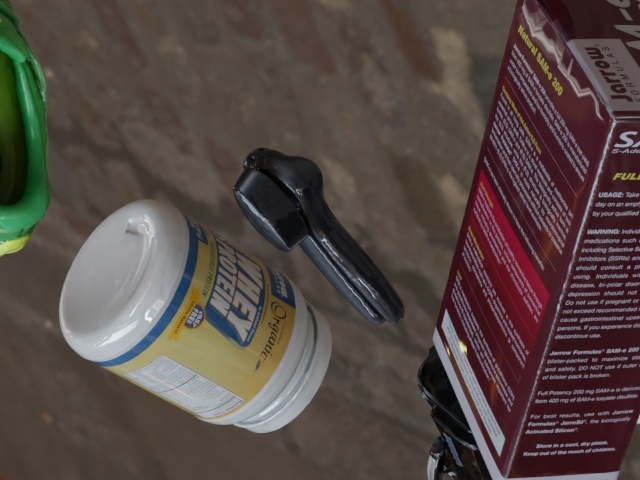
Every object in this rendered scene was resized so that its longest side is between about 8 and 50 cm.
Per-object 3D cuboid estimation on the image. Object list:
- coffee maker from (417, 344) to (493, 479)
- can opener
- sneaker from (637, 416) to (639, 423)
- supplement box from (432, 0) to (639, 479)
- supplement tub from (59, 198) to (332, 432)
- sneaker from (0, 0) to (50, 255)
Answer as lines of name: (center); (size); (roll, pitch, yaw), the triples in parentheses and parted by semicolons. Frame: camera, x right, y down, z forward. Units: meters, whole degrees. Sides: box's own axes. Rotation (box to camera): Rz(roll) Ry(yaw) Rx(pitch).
coffee maker: (0.184, 0.189, 1.642); (0.171, 0.120, 0.178); (18, 154, 24)
can opener: (0.000, 0.000, 1.344); (0.186, 0.073, 0.059); (48, 163, -25)
sneaker: (0.288, 0.076, 1.198); (0.293, 0.146, 0.102); (24, 168, -27)
supplement box: (0.129, 0.001, 0.878); (0.130, 0.073, 0.239); (-111, 25, -49)
supplement tub: (-0.102, 0.068, 1.425); (0.200, 0.144, 0.144); (32, 166, -35)
sneaker: (-0.220, -0.135, 1.006); (0.123, 0.109, 0.295); (-6, 106, 60)
